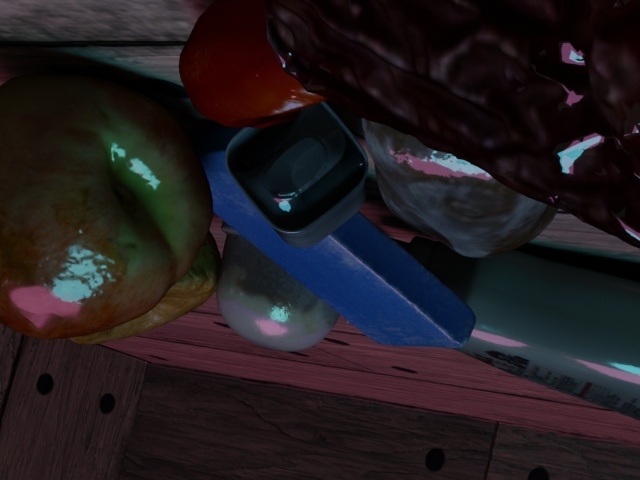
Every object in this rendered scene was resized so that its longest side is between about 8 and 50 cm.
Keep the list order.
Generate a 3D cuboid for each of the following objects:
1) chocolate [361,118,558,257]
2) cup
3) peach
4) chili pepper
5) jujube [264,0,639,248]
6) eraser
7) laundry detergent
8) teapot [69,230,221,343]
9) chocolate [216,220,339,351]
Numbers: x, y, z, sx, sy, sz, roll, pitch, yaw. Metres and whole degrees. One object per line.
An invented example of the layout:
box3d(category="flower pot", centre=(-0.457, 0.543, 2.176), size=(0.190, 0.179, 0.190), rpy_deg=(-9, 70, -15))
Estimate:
box3d(category="chocolate", centre=(0.110, -0.040, 1.341), size=(0.156, 0.080, 0.254), rpy_deg=(13, 170, 9))
box3d(category="cup", centre=(-0.026, -0.064, 1.369), size=(0.128, 0.095, 0.129), rpy_deg=(50, 176, 9))
box3d(category="peach", centre=(-0.227, -0.032, 1.455), size=(0.232, 0.232, 0.256), rpy_deg=(23, 161, -40))
box3d(category="chili pepper", centre=(-0.023, -0.123, 1.120), size=(0.137, 0.092, 0.368), rpy_deg=(-2, -178, -17))
box3d(category="jujube", centre=(0.125, -0.098, 0.738), size=(0.342, 0.216, 0.216), rpy_deg=(13, 171, 39))
box3d(category="eraser", centre=(0.000, 0.000, 1.574), size=(0.312, 0.043, 0.144), rpy_deg=(40, 157, -26))
box3d(category="laundry detergent", centre=(0.232, 0.087, 1.721), size=(0.397, 0.125, 0.264), rpy_deg=(17, 172, 7))
box3d(category="teapot", centre=(-0.217, 0.006, 1.870), size=(0.203, 0.167, 0.311), rpy_deg=(-13, 166, -26))
box3d(category="chocolate", centre=(-0.040, 0.042, 1.812), size=(0.221, 0.147, 0.221), rpy_deg=(16, 167, 4))
